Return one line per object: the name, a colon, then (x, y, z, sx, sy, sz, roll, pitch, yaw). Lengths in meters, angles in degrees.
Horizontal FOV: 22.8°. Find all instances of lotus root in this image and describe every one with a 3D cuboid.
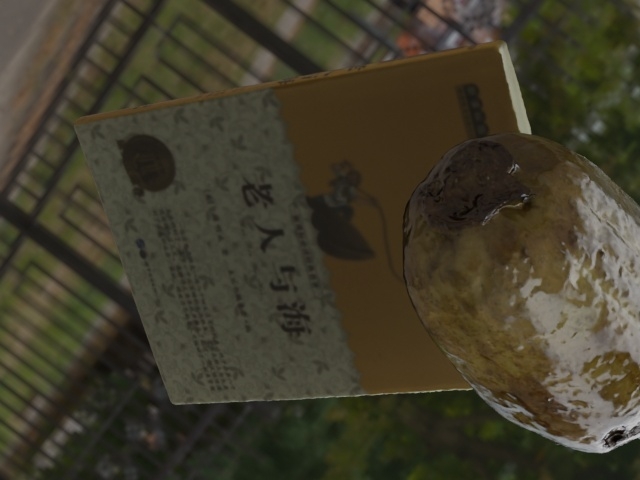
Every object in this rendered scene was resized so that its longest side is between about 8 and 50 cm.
lotus root: (0.146, 0.040, 0.942, 0.128, 0.260, 0.145, 13, -115, 48)

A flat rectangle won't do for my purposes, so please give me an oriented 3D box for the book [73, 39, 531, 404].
book: (0.000, 0.000, 1.248, 0.389, 0.269, 0.032, -8, -161, 30)
